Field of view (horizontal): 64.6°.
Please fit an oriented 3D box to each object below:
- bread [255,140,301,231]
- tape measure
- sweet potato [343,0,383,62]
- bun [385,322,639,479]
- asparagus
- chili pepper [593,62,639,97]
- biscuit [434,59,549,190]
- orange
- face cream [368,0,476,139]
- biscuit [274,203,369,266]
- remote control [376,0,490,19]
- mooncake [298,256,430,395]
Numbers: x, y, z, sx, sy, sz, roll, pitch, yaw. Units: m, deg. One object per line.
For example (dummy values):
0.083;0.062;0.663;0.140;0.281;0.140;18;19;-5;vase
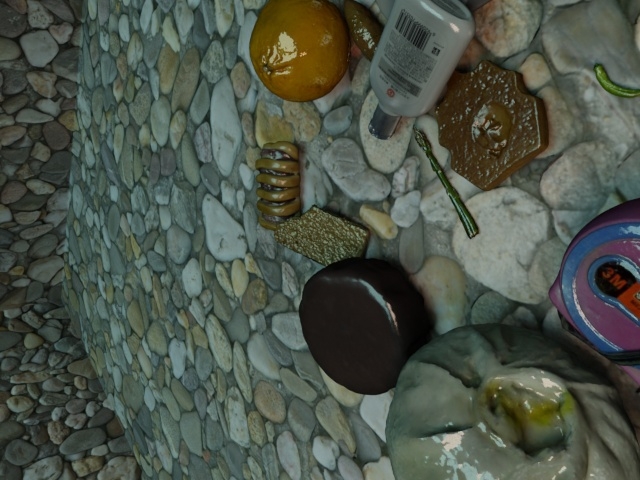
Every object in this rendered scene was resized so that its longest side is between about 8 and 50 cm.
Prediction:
-0.110;-0.133;1.247;0.134;0.081;0.224;15;113;47;bread
0.428;0.067;0.648;0.231;0.149;0.245;50;139;25;tape measure
0.097;-0.386;0.979;0.068;0.060;0.205;86;161;-74;sweet potato
0.265;0.275;0.722;0.362;0.362;0.211;39;161;36;bun
0.225;-0.109;0.922;0.232;0.022;0.023;64;-179;13;asparagus
0.407;-0.216;0.695;0.083;0.017;0.030;53;131;27;chili pepper
0.270;-0.203;0.840;0.182;0.034;0.215;-43;64;43;biscuit
-0.045;-0.395;1.041;0.220;0.193;0.219;11;112;29;orange
0.151;-0.288;0.874;0.144;0.071;0.291;43;148;14;face cream
-0.001;-0.012;1.158;0.237;0.026;0.131;26;117;26;biscuit
0.209;-0.468;0.794;0.332;0.104;0.220;-19;94;47;remote control
0.093;0.169;1.045;0.283;0.141;0.282;17;117;37;mooncake
